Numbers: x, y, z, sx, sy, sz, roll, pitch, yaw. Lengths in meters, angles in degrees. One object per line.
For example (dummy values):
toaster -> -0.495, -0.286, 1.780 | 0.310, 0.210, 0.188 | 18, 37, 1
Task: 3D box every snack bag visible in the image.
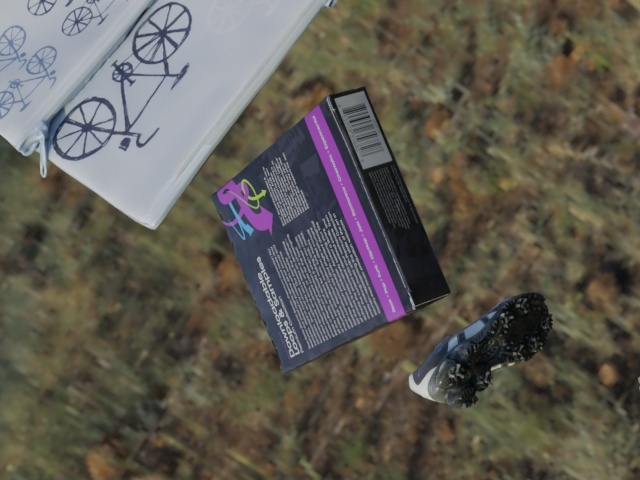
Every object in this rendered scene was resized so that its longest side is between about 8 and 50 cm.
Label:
snack bag -> -0.164, -0.198, 1.235 | 0.342, 0.037, 0.323 | 34, 84, 33

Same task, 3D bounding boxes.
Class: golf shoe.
golf shoe -> 0.177, 0.115, 1.568 | 0.198, 0.077, 0.094 | -29, 14, -35

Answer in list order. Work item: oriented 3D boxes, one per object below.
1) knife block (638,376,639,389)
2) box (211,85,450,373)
knife block -> 0.452, 0.140, 1.372 | 0.242, 0.276, 0.088 | -31, 39, 17
box -> 0.000, 0.000, 0.761 | 0.029, 0.116, 0.162 | -18, -7, -31
